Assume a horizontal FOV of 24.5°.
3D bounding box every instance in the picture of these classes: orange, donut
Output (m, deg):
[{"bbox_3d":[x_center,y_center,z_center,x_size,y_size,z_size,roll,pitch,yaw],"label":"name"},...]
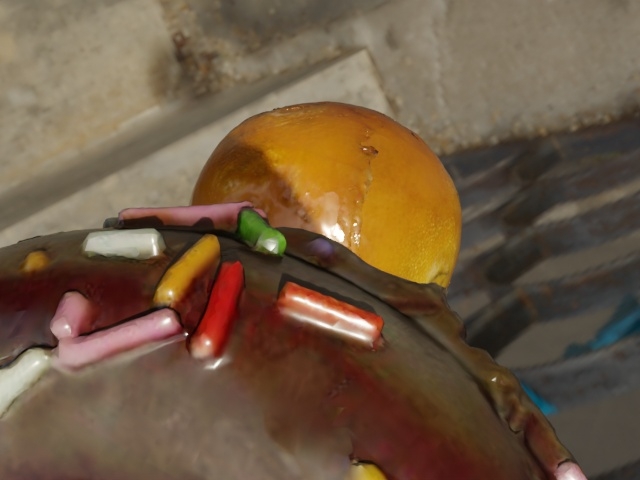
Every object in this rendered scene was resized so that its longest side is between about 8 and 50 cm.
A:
[{"bbox_3d":[0.000,0.000,1.224,0.240,0.240,0.240,38,145,34],"label":"orange"},{"bbox_3d":[-0.049,0.118,0.363,0.270,0.269,0.103,52,-170,14],"label":"donut"}]
